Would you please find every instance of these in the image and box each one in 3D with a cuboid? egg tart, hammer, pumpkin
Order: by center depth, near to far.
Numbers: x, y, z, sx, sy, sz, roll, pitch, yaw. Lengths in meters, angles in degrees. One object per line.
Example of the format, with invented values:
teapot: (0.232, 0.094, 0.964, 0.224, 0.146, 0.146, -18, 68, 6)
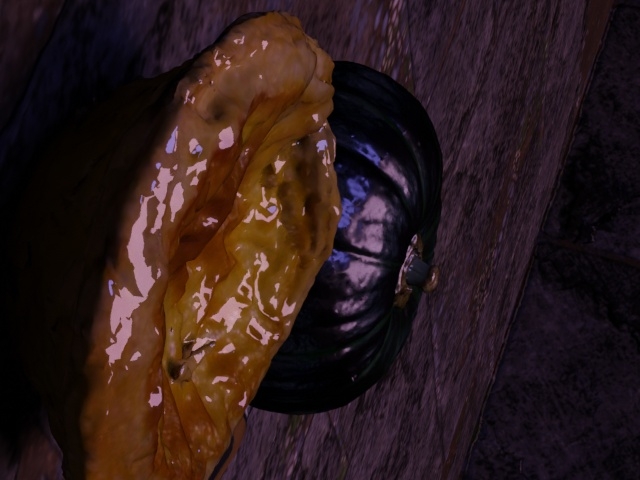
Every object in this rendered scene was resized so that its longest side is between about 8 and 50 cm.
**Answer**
egg tart: (-0.069, 0.008, 0.708, 0.241, 0.106, 0.241, 18, 90, -76)
pumpkin: (0.000, 0.000, 0.912, 0.202, 0.140, 0.202, 13, 90, -75)
hammer: (-0.057, 0.122, 1.076, 0.201, 0.021, 0.078, -57, 158, -56)
